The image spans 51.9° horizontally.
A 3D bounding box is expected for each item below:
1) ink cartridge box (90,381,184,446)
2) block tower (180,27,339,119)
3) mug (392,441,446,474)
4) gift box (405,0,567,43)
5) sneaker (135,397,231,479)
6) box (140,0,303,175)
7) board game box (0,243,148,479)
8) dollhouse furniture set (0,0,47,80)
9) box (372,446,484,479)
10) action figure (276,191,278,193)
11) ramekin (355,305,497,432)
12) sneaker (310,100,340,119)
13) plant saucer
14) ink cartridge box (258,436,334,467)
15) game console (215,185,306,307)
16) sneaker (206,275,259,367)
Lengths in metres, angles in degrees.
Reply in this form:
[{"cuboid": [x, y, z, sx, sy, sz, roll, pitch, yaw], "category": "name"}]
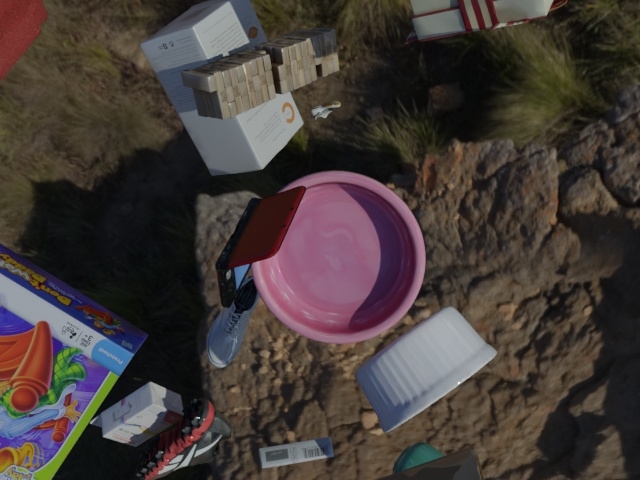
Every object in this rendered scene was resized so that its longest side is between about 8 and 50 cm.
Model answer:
[{"cuboid": [-0.441, 0.428, 1.575, 0.198, 0.115, 0.067, -33, 49, 13], "category": "ink cartridge box"}, {"cuboid": [-0.110, -0.336, 1.309, 0.091, 0.097, 0.335, 20, 39, 41], "category": "block tower"}, {"cuboid": [0.218, 0.541, 1.507, 0.097, 0.129, 0.158, 33, 92, 28], "category": "mug"}, {"cuboid": [0.256, -0.475, 1.096, 0.255, 0.258, 0.276, 3, 44, 38], "category": "gift box"}, {"cuboid": [-0.312, 0.483, 1.523, 0.276, 0.135, 0.098, -43, 30, 17], "category": "sneaker"}, {"cuboid": [-0.214, -0.355, 1.513, 0.168, 0.345, 0.215, -2, 36, 35], "category": "box"}, {"cuboid": [-0.413, 0.120, 0.751, 0.347, 0.078, 0.233, 33, 97, -8], "category": "board game box"}, {"cuboid": [-0.294, -0.309, 0.538, 0.201, 0.152, 0.374, 16, 60, 10], "category": "dollhouse furniture set"}, {"cuboid": [0.091, 0.324, 0.716, 0.201, 0.021, 0.164, -24, 29, 15], "category": "box"}, {"cuboid": [0.000, 0.000, 1.509, 0.178, 0.342, 0.330, -13, 33, -4], "category": "action figure"}, {"cuboid": [0.203, 0.252, 1.328, 0.277, 0.277, 0.135, -37, 77, 2], "category": "ramekin"}, {"cuboid": [0.016, -0.342, 1.729, 0.083, 0.037, 0.032, -10, 33, 19], "category": "sneaker"}, {"cuboid": [0.033, 0.029, 1.258, 0.331, 0.084, 0.332, 2, 103, 9], "category": "plant saucer"}, {"cuboid": [-0.070, 0.572, 1.767, 0.188, 0.232, 0.066, -7, 68, -8], "category": "ink cartridge box"}, {"cuboid": [-0.075, 0.009, 0.874, 0.085, 0.124, 0.144, 10, 43, 11], "category": "game console"}, {"cuboid": [-0.230, 0.205, 1.727, 0.094, 0.091, 0.258, 20, 66, -5], "category": "sneaker"}]
